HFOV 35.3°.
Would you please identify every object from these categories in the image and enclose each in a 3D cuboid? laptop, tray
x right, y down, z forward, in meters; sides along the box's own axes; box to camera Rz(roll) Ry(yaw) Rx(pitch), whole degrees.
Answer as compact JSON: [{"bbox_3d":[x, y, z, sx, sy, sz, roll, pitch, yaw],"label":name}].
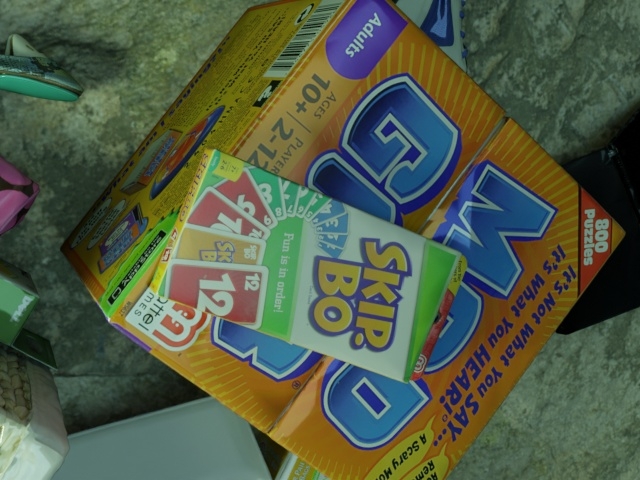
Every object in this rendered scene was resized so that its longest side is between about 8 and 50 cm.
[{"bbox_3d":[0.396,-0.039,1.375,0.264,0.136,0.234,-43,115,-37],"label":"laptop"},{"bbox_3d":[-0.202,0.249,1.132,0.270,0.030,0.145,-15,121,3],"label":"tray"}]

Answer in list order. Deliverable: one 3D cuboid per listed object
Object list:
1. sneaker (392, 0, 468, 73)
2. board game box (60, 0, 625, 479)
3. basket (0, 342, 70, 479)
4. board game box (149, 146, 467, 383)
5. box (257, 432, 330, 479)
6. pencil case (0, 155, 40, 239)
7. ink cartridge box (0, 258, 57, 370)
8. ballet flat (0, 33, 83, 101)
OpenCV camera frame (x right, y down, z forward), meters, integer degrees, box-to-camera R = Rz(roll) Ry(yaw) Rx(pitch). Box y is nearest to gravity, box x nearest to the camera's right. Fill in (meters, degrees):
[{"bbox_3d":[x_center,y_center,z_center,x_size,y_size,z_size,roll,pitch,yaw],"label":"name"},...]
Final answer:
[{"bbox_3d":[0.124,-0.289,1.176,0.315,0.127,0.182,-45,125,-15],"label":"sneaker"},{"bbox_3d":[0.000,0.000,1.038,0.356,0.356,0.356,39,84,-22],"label":"board game box"},{"bbox_3d":[-0.435,0.217,0.924,0.266,0.331,0.328,35,85,-21],"label":"basket"},{"bbox_3d":[0.002,0.028,0.834,0.259,0.039,0.124,22,91,-24],"label":"board game box"},{"bbox_3d":[0.011,0.316,1.231,0.203,0.114,0.103,26,88,-23],"label":"box"},{"bbox_3d":[-0.393,-0.075,1.018,0.209,0.095,0.098,36,55,-22],"label":"pencil case"},{"bbox_3d":[-0.353,0.049,1.044,0.209,0.109,0.062,33,88,-23],"label":"ink cartridge box"},{"bbox_3d":[-0.337,-0.187,1.036,0.188,0.070,0.070,5,97,-26],"label":"ballet flat"}]
